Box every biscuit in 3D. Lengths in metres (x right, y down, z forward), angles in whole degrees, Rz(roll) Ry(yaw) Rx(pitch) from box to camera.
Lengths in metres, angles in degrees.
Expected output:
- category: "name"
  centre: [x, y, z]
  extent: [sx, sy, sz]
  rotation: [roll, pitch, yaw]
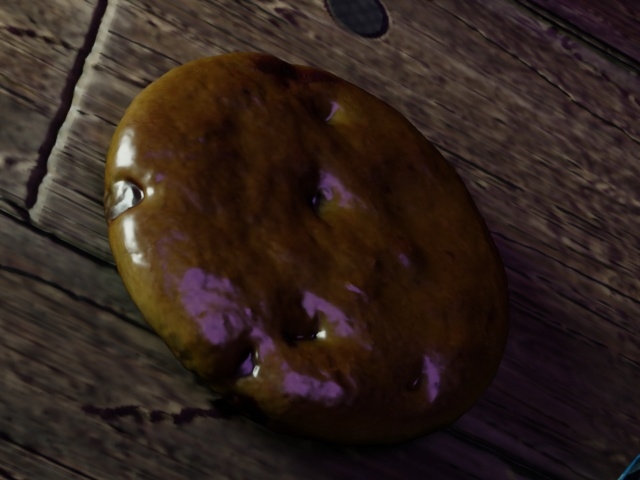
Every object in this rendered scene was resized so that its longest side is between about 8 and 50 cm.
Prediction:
- category: "biscuit"
  centre: [0.000, 0.000, 0.876]
  extent: [0.212, 0.036, 0.212]
  rotation: [20, 47, -24]

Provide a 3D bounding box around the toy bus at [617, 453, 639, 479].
- category: "toy bus"
  centre: [0.237, 0.171, 0.842]
  extent: [0.246, 0.134, 0.113]
  rotation: [43, 41, 2]
